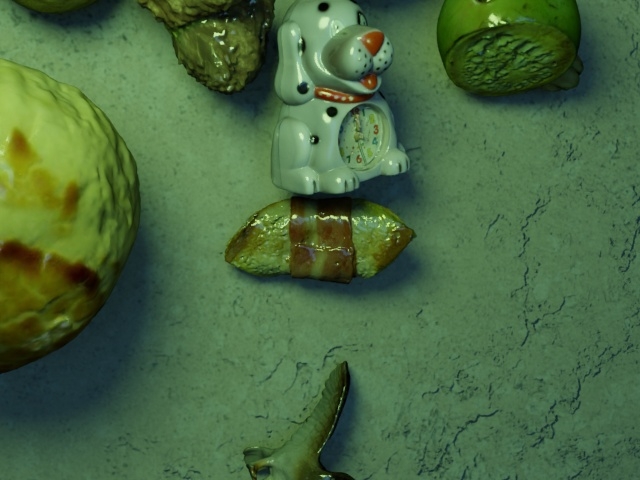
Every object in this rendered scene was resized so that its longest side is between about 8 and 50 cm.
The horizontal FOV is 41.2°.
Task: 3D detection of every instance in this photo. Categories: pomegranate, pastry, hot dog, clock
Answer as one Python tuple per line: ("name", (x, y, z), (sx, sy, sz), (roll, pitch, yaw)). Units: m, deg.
("pomegranate", (0.282, -0.302, 1.178), (0.241, 0.190, 0.159), (11, 66, -12))
("pastry", (-0.395, -0.016, 0.952), (0.389, 0.388, 0.312), (-1, 57, -12))
("hot dog", (0.001, -0.004, 1.185), (0.262, 0.093, 0.123), (4, 103, 3))
("clock", (0.017, -0.201, 1.098), (0.189, 0.189, 0.253), (-8, 114, -11))

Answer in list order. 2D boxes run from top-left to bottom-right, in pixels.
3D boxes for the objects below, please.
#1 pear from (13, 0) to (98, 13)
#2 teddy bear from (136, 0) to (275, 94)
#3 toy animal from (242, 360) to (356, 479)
("pear", (-0.344, -0.399, 1.027), (0.211, 0.188, 0.228), (21, 96, 3))
("teddy bear", (-0.121, -0.347, 1.053), (0.223, 0.246, 0.296), (26, 97, -30))
("toy animal", (-0.020, 0.327, 1.165), (0.160, 0.197, 0.272), (-5, 100, -9))
